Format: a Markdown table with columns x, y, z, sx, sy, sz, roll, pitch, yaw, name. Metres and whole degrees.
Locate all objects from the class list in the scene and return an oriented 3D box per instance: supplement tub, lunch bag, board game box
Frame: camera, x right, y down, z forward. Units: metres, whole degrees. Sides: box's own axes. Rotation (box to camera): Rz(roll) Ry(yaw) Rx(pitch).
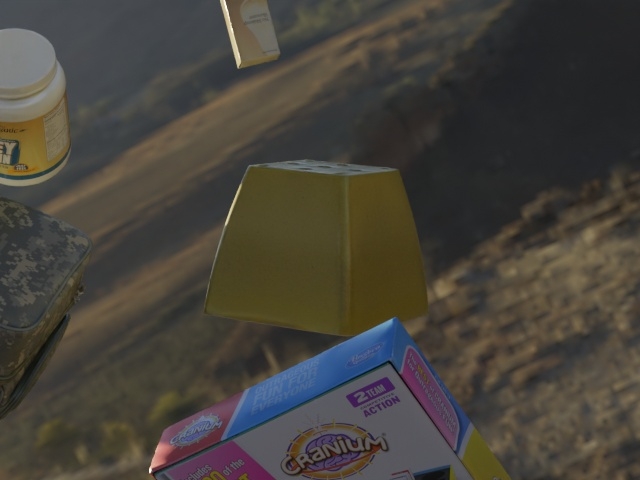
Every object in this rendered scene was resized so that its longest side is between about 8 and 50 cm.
| x | y | z | sx | sy | sz | roll | pitch | yaw | name |
| --- | --- | --- | --- | --- | --- | --- | --- | --- | --- |
| -0.436 | -0.192 | 2.429 | 0.144 | 0.200 | 0.144 | 2 | 50 | -2 | supplement tub |
| -0.461 | 0.115 | 2.289 | 0.305 | 0.212 | 0.256 | -67 | 1 | -60 | lunch bag |
| 0.045 | 0.245 | 1.433 | 0.242 | 0.316 | 0.064 | -27 | 23 | 20 | board game box |

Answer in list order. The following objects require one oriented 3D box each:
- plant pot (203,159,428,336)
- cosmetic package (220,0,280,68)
| x | y | z | sx | sy | sz | roll | pitch | yaw | name |
| --- | --- | --- | --- | --- | --- | --- | --- | --- | --- |
| 0.000 | 0.000 | 2.083 | 0.212 | 0.187 | 0.212 | 6 | 8 | 31 | plant pot |
| -0.098 | -0.299 | 2.308 | 0.060 | 0.115 | 0.041 | -16 | -5 | -9 | cosmetic package |
